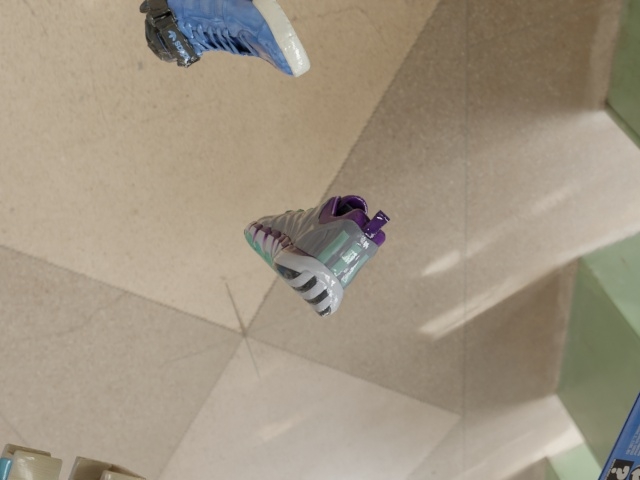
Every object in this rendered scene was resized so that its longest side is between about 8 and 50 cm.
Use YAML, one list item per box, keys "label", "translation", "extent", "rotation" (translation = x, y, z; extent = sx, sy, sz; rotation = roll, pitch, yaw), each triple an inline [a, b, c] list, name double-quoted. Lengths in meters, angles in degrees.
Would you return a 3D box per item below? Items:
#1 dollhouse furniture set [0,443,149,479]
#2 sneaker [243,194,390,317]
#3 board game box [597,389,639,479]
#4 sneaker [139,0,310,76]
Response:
- label: "dollhouse furniture set"
  translation: [-0.243, 0.256, 0.581]
  extent: [0.303, 0.286, 0.198]
  rotation: [25, 75, -36]
- label: "sneaker"
  translation: [0.000, 0.000, 0.746]
  extent: [0.098, 0.224, 0.083]
  rotation: [-44, 109, -4]
- label: "board game box"
  translation: [0.181, 0.059, 0.228]
  extent: [0.047, 0.210, 0.160]
  rotation: [41, 69, -16]
- label: "sneaker"
  translation: [-0.074, -0.143, 0.582]
  extent: [0.084, 0.152, 0.058]
  rotation: [-36, 145, -5]
